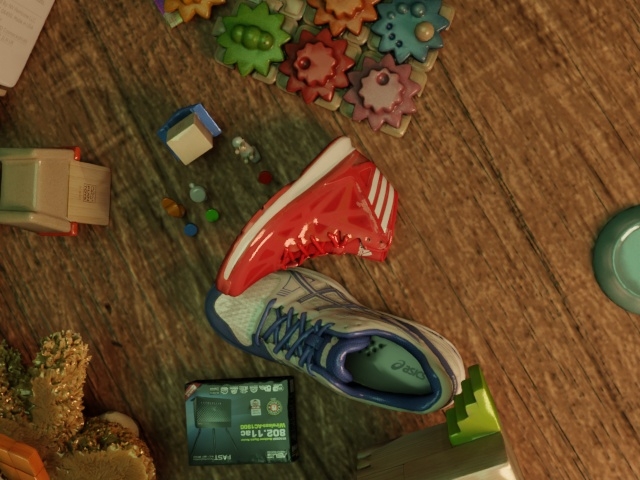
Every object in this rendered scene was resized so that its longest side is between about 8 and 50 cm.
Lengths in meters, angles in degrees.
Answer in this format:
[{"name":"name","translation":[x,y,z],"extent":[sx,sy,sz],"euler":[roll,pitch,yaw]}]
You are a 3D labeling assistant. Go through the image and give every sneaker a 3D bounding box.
[{"name":"sneaker","translation":[0.000,0.000,0.928],"extent":[0.128,0.087,0.221],"euler":[40,76,5]},{"name":"sneaker","translation":[0.008,0.098,0.922],"extent":[0.296,0.131,0.112],"euler":[16,92,12]}]

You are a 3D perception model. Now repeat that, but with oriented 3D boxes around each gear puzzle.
[{"name":"gear puzzle","translation":[-0.030,-0.254,0.980],"extent":[0.338,0.044,0.175],"euler":[24,92,8]}]

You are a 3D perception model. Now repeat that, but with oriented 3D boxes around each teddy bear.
[{"name":"teddy bear","translation":[-0.331,0.193,0.973],"extent":[0.338,0.113,0.245],"euler":[10,109,7]}]

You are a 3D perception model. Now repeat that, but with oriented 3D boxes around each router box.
[{"name":"router box","translation":[-0.088,0.201,0.980],"extent":[0.122,0.038,0.092],"euler":[-5,88,10]}]

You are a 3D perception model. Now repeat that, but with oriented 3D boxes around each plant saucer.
[{"name":"plant saucer","translation":[0.347,0.020,0.919],"extent":[0.119,0.021,0.119],"euler":[0,88,10]}]

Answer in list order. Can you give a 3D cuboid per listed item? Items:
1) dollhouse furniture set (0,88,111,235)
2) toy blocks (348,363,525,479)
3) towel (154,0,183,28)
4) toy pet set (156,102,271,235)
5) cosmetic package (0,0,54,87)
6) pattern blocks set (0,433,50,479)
[{"name":"dollhouse furniture set","translation":[-0.391,-0.053,1.020],"extent":[0.259,0.135,0.262],"euler":[1,88,21]},{"name":"toy blocks","translation":[0.099,0.341,0.857],"extent":[0.260,0.191,0.381],"euler":[-20,108,11]},{"name":"towel","translation":[-0.170,-0.297,1.030],"extent":[0.060,0.009,0.083],"euler":[-31,84,7]},{"name":"toy pet set","translation":[-0.135,-0.090,1.003],"extent":[0.122,0.065,0.114],"euler":[-33,117,10]},{"name":"cosmetic package","translation":[-0.383,-0.435,0.998],"extent":[0.230,0.161,0.453],"euler":[25,92,10]},{"name":"pattern blocks set","translation":[-0.395,0.278,0.946],"extent":[0.325,0.026,0.285],"euler":[41,125,-9]}]
